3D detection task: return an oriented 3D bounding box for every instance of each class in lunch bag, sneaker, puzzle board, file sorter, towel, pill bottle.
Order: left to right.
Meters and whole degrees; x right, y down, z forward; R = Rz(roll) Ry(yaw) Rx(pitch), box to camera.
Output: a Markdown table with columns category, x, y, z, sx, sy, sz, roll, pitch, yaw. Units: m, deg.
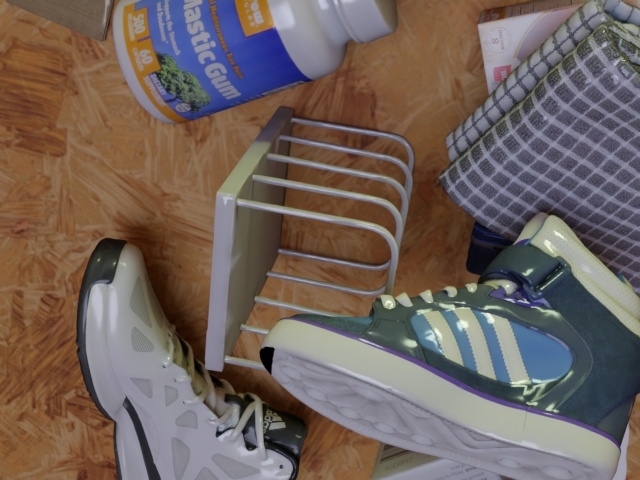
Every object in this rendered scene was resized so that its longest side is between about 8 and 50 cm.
| category | x | y | z | sx | sy | sz | roll | pitch | yaw |
| --- | --- | --- | --- | --- | --- | --- | --- | --- | --- |
| puzzle board | -0.300 | -0.300 | 1.053 | 0.128 | 0.011 | 0.096 | 23 | 116 | 3 |
| sneaker | -0.148 | 0.187 | 1.175 | 0.258 | 0.169 | 0.447 | -3 | 121 | 6 |
| pill bottle | -0.065 | -0.229 | 0.946 | 0.272 | 0.152 | 0.152 | -15 | 109 | 21 |
| file sorter | 0.000 | 0.000 | 0.968 | 0.173 | 0.277 | 0.192 | 10 | 116 | 5 |
| sneaker | 0.131 | 0.067 | 0.813 | 0.323 | 0.236 | 0.130 | 19 | 150 | 4 |
| lunch bag | 0.202 | -0.001 | 1.011 | 0.067 | 0.098 | 0.065 | 11 | 114 | 15 |
| towel | 0.293 | -0.070 | 0.869 | 0.284 | 0.121 | 0.235 | 27 | 135 | -17 |

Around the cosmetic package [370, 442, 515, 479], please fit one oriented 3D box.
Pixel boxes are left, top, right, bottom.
| category | x | y | z | sx | sy | sz | roll | pitch | yaw |
| --- | --- | --- | --- | --- | --- | --- | --- | --- | --- |
| cosmetic package | 0.178 | 0.305 | 1.126 | 0.151 | 0.151 | 0.183 | -25 | 106 | 23 |

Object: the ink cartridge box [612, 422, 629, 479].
| category | x | y | z | sx | sy | sz | roll | pitch | yaw |
| --- | --- | --- | --- | --- | --- | --- | --- | --- | --- |
| ink cartridge box | 0.277 | 0.176 | 0.993 | 0.100 | 0.237 | 0.172 | 1 | 114 | 13 |

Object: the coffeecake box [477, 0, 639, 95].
| category | x | y | z | sx | sy | sz | roll | pitch | yaw |
| --- | --- | --- | --- | --- | --- | --- | --- | --- | --- |
| coffeecake box | 0.266 | -0.178 | 0.931 | 0.185 | 0.068 | 0.142 | -7 | 113 | 18 |
